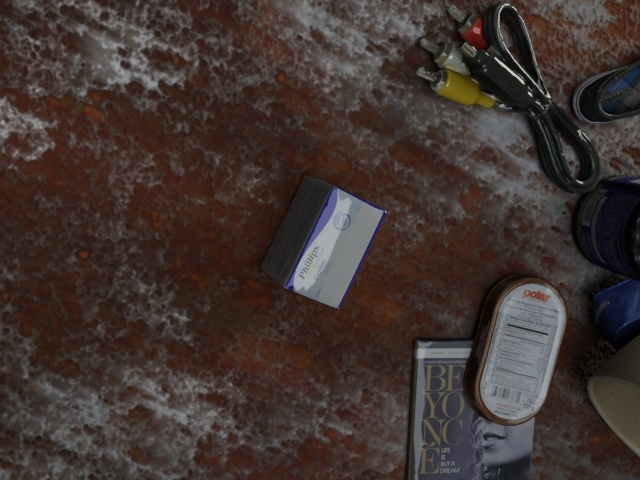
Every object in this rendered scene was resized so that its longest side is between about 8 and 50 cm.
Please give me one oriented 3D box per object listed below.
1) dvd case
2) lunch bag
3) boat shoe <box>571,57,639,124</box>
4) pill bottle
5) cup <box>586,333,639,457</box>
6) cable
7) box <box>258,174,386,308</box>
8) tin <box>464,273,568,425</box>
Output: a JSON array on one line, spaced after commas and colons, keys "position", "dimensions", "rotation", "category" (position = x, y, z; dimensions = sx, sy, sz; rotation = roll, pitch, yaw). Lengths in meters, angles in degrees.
[{"position": [0.191, 0.232, 1.576], "dimensions": [0.164, 0.018, 0.221], "rotation": [1, 97, -14], "category": "dvd case"}, {"position": [0.391, 0.082, 1.573], "dimensions": [0.098, 0.065, 0.067], "rotation": [-23, 147, -12], "category": "lunch bag"}, {"position": [0.420, -0.203, 1.538], "dimensions": [0.228, 0.076, 0.080], "rotation": [-20, 103, -10], "category": "boat shoe"}, {"position": [0.399, -0.008, 1.487], "dimensions": [0.122, 0.219, 0.123], "rotation": [-2, 99, -14], "category": "pill bottle"}, {"position": [0.525, 0.184, 1.507], "dimensions": [0.331, 0.331, 0.237], "rotation": [45, 78, -16], "category": "cup"}, {"position": [0.242, -0.176, 1.524], "dimensions": [0.287, 0.072, 0.139], "rotation": [38, 71, -28], "category": "cable"}, {"position": [0.000, 0.000, 1.432], "dimensions": [0.072, 0.137, 0.126], "rotation": [25, 92, -17], "category": "box"}, {"position": [0.244, 0.136, 1.550], "dimensions": [0.106, 0.040, 0.190], "rotation": [14, 90, -19], "category": "tin"}]
